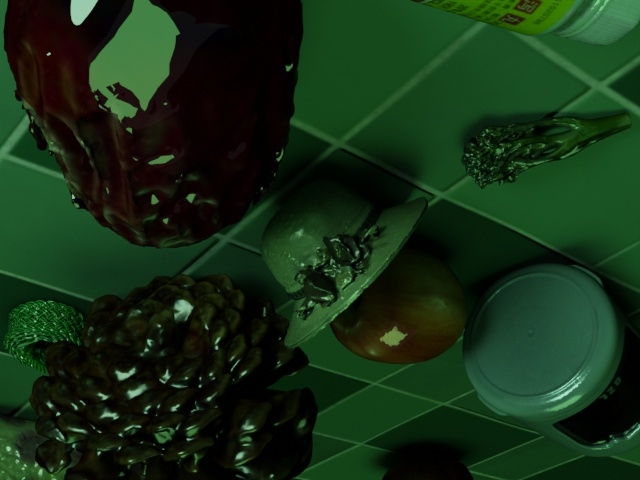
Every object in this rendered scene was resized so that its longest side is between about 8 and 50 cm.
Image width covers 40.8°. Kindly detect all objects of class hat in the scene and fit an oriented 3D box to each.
[{"bbox_3d":[0.000,0.000,1.081,0.130,0.257,0.257,42,133,-6],"label":"hat"}]

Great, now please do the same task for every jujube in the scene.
[{"bbox_3d":[-0.145,-0.151,0.788,0.259,0.258,0.376,2,152,-7],"label":"jujube"}]

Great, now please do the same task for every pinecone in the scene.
[{"bbox_3d":[-0.202,0.254,1.202,0.398,0.397,0.397,-2,146,-2],"label":"pinecone"}]

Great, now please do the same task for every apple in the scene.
[{"bbox_3d":[0.114,0.092,1.221,0.199,0.199,0.199,-2,146,-2],"label":"apple"}]

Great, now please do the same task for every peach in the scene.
[{"bbox_3d":[0.239,0.582,1.912,0.231,0.230,0.231,-2,146,-2],"label":"peach"}]

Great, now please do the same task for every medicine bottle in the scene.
[{"bbox_3d":[0.164,-0.253,0.733,0.226,0.139,0.139,11,144,-20],"label":"medicine bottle"}]

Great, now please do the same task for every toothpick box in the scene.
[{"bbox_3d":[0.396,0.199,1.360,0.263,0.263,0.355,-24,142,28],"label":"toothpick box"}]

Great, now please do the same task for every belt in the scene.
[{"bbox_3d":[-0.423,0.162,1.350,0.121,0.079,0.151,-14,145,15],"label":"belt"}]

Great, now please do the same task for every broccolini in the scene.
[{"bbox_3d":[0.268,-0.112,1.019,0.203,0.068,0.091,-13,126,13],"label":"broccolini"}]

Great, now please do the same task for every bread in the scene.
[{"bbox_3d":[-0.522,0.449,1.673,0.338,0.187,0.155,17,147,-26],"label":"bread"}]
